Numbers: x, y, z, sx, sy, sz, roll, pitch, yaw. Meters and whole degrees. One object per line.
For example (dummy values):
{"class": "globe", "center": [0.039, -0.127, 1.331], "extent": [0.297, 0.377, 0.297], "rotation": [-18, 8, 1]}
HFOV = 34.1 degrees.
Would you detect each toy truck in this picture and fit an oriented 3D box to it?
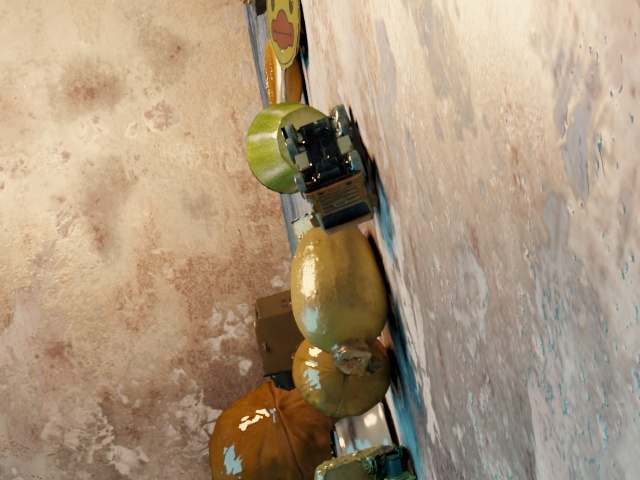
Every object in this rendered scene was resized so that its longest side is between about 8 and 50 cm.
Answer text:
{"class": "toy truck", "center": [0.130, 0.416, 1.705], "extent": [0.078, 0.080, 0.154], "rotation": [-7, 94, 58]}
{"class": "toy truck", "center": [0.019, -0.104, 1.611], "extent": [0.256, 0.108, 0.140], "rotation": [-105, -6, -57]}

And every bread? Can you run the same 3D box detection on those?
{"class": "bread", "center": [-0.076, -0.349, 2.247], "extent": [0.114, 0.077, 0.189], "rotation": [-1, 96, 64]}
{"class": "bread", "center": [0.081, 0.413, 1.758], "extent": [0.064, 0.232, 0.172], "rotation": [-9, 47, 51]}

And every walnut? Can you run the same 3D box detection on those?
{"class": "walnut", "center": [0.035, 0.215, 1.724], "extent": [0.197, 0.165, 0.165], "rotation": [88, 170, -77]}
{"class": "walnut", "center": [-0.064, 0.467, 2.263], "extent": [0.308, 0.354, 0.398], "rotation": [55, 160, 39]}

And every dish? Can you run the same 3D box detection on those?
{"class": "dish", "center": [0.084, 0.420, 1.960], "extent": [0.316, 0.106, 0.316], "rotation": [169, 90, -84]}

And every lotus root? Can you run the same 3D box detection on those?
{"class": "lotus root", "center": [0.027, 0.073, 1.635], "extent": [0.131, 0.146, 0.303], "rotation": [39, -152, -38]}

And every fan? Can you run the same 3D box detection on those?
{"class": "fan", "center": [-0.075, -0.413, 2.115], "extent": [0.229, 0.011, 0.335], "rotation": [-144, 50, -67]}

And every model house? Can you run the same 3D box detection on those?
{"class": "model house", "center": [-0.009, 0.229, 1.997], "extent": [0.243, 0.211, 0.204], "rotation": [-110, 9, -61]}

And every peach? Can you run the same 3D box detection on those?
{"class": "peach", "center": [0.005, 0.004, 1.894], "extent": [0.151, 0.118, 0.151], "rotation": [5, 97, 46]}

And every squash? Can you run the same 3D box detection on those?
{"class": "squash", "center": [-0.040, -0.171, 1.859], "extent": [0.123, 0.170, 0.170], "rotation": [169, 90, -68]}

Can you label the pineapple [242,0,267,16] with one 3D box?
{"class": "pineapple", "center": [-0.141, -0.578, 2.356], "extent": [0.119, 0.111, 0.237], "rotation": [49, -179, -23]}
